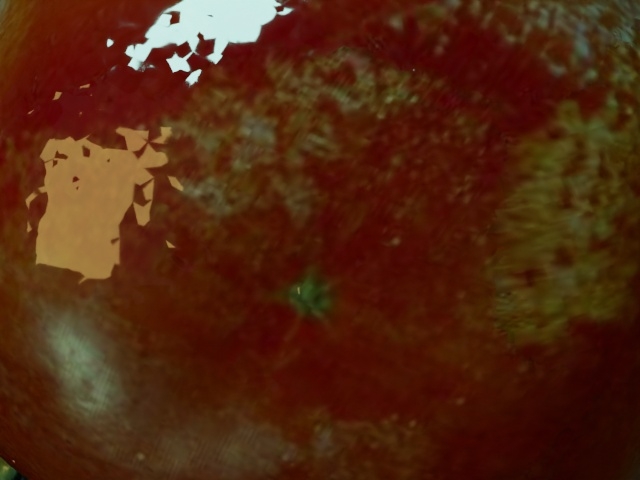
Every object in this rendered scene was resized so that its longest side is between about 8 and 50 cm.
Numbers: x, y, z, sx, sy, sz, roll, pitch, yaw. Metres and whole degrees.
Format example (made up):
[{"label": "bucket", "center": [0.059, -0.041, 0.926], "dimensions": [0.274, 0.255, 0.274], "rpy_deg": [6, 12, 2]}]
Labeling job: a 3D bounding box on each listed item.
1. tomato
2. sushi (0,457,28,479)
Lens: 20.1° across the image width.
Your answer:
[{"label": "tomato", "center": [-0.002, 0.008, 0.674], "dimensions": [0.338, 0.143, 0.338], "rpy_deg": [1, 107, 2]}, {"label": "sushi", "center": [-0.119, 0.100, 0.952], "dimensions": [0.131, 0.139, 0.291], "rpy_deg": [48, 129, 6]}]
